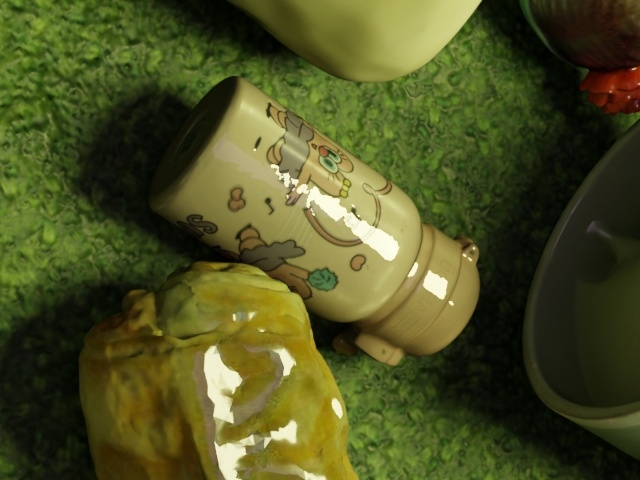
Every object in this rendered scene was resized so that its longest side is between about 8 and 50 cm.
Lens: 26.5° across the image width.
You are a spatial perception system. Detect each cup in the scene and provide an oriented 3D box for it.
[{"bbox_3d":[0.001,-0.227,0.837,0.202,0.255,0.173,31,118,-18],"label":"cup"},{"bbox_3d":[0.332,0.023,0.911,0.274,0.259,0.357,32,55,-20],"label":"cup"}]

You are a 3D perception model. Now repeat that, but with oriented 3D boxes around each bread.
[{"bbox_3d":[-0.049,0.145,0.788,0.152,0.130,0.268,-16,94,-14],"label":"bread"}]

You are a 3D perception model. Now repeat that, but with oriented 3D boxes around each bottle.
[{"bbox_3d":[0.000,0.000,0.835,0.209,0.097,0.110,35,97,-19],"label":"bottle"}]

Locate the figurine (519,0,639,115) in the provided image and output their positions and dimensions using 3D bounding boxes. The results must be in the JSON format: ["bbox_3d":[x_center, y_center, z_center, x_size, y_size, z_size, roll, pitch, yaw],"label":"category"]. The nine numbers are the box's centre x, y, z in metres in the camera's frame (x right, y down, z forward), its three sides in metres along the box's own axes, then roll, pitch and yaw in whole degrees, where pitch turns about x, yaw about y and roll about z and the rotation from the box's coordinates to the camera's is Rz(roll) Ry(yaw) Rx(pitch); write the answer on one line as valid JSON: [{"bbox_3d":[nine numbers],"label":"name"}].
[{"bbox_3d":[0.228,-0.215,0.943,0.138,0.110,0.245,41,65,-19],"label":"figurine"}]
